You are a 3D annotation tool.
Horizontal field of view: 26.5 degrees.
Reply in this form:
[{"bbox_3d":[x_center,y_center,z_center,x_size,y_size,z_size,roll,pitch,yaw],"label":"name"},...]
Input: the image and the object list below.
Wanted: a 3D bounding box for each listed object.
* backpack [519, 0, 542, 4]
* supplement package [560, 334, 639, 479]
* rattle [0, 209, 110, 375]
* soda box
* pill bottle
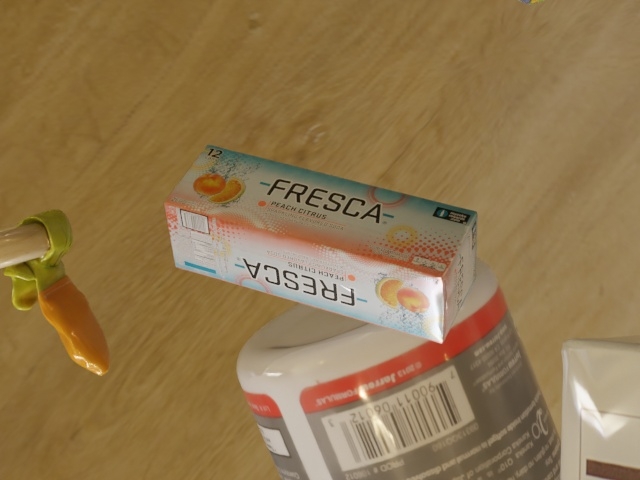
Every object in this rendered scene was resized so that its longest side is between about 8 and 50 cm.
[{"bbox_3d":[0.165,-0.332,0.878,0.273,0.290,0.355,-19,126,8],"label":"backpack"},{"bbox_3d":[0.216,0.096,0.331,0.204,0.262,0.145,1,90,49],"label":"supplement package"},{"bbox_3d":[-0.287,0.054,1.098,0.200,0.130,0.142,-17,113,-9],"label":"rattle"},{"bbox_3d":[0.000,0.000,0.821,0.183,0.063,0.058,16,138,19],"label":"soda box"},{"bbox_3d":[0.095,0.210,1.042,0.210,0.210,0.363,-20,100,10],"label":"pill bottle"}]
